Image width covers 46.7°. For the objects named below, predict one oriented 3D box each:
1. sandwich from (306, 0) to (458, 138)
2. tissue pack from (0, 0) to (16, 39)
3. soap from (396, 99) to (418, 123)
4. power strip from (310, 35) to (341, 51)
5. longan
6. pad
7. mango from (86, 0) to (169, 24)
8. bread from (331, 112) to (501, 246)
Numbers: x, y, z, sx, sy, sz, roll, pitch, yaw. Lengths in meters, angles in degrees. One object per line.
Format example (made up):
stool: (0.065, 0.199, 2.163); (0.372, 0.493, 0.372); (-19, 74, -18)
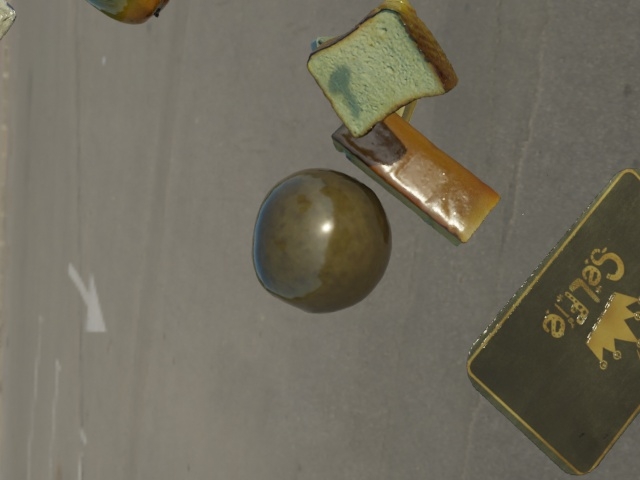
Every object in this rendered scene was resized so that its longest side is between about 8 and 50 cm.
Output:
sandwich: (0.099, -0.288, 1.257); (0.215, 0.065, 0.186); (-27, 105, 41)
tissue pack: (-0.291, -0.192, 0.608); (0.083, 0.062, 0.042); (23, 81, 54)
soap: (0.184, -0.265, 1.834); (0.037, 0.092, 0.252); (29, 135, 14)
power strip: (0.090, -0.438, 1.842); (0.061, 0.216, 0.145); (5, 106, 65)
longan: (0.002, 0.003, 1.491); (0.297, 0.297, 0.297); (-10, 79, 62)
pad: (0.359, 0.083, 0.945); (0.375, 0.315, 0.063); (-49, 8, -9)
mango: (-0.303, -0.438, 1.013); (0.129, 0.146, 0.289); (3, 116, 47)
bread: (0.200, -0.149, 1.589); (0.138, 0.361, 0.077); (-50, -4, -14)
